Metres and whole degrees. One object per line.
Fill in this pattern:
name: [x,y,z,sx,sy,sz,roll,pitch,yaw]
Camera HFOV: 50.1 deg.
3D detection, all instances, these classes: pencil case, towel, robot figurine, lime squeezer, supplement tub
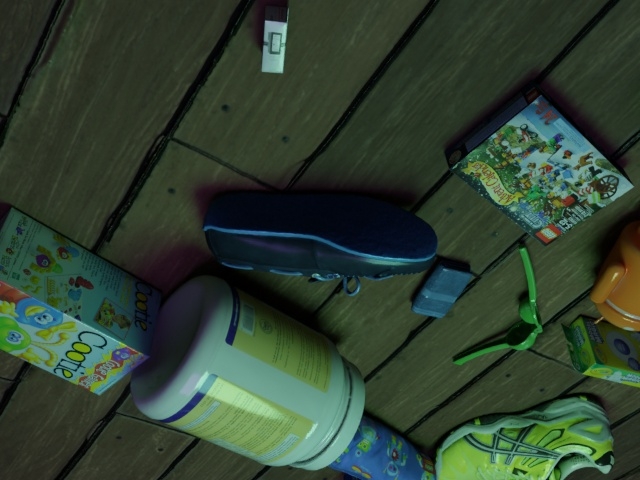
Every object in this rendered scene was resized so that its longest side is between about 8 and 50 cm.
pencil case: [0.112,0.451,1.422,0.119,0.133,0.306,-27,128,36]
towel: [0.204,0.083,1.164,0.067,0.029,0.119,14,130,-15]
robot figurine: [0.519,0.056,1.094,0.128,0.158,0.219,28,133,18]
lime squeezer: [0.343,0.131,1.212,0.110,0.059,0.310,28,133,12]
supplement tub: [-0.113,0.228,1.135,0.331,0.241,0.241,33,122,-28]

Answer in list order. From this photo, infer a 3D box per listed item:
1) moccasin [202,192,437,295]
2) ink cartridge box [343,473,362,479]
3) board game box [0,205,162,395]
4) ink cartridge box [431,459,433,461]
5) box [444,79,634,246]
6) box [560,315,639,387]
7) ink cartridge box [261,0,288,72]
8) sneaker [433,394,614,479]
moccasin: [0.000,0.000,1.031,0.342,0.137,0.116,10,136,6]
ink cartridge box: [0.121,0.639,1.536,0.065,0.165,0.332,-21,120,8]
board game box: [-0.409,0.101,1.067,0.275,0.144,0.142,36,121,-29]
ink cartridge box: [0.286,0.597,1.547,0.209,0.153,0.087,27,129,-24]
box: [0.318,-0.102,0.994,0.233,0.044,0.159,33,122,-28]
box: [0.524,0.201,1.237,0.179,0.105,0.043,13,136,-15]
ink cartridge box: [-0.055,-0.253,0.834,0.028,0.048,0.083,4,130,-7]
sneaker: [0.412,0.446,1.424,0.385,0.147,0.145,-26,130,20]
